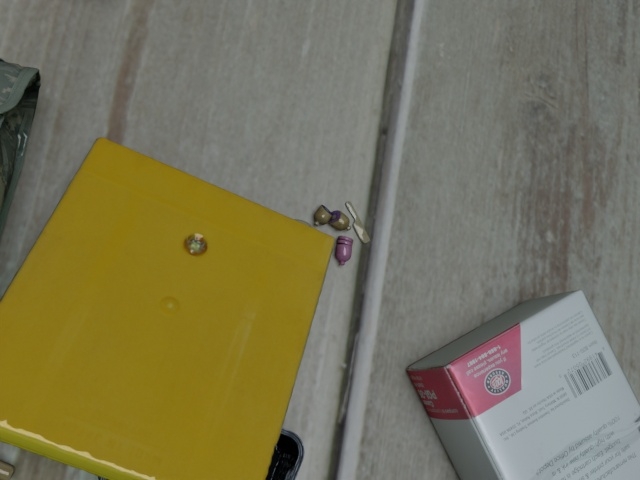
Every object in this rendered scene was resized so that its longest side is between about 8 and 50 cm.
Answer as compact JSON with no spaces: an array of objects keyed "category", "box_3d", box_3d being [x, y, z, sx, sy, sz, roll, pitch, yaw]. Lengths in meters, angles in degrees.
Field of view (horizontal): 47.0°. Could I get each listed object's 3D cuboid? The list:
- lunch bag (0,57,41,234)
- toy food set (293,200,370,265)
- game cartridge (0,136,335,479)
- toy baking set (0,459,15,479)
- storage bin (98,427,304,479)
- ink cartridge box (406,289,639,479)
[{"category":"lunch bag","box_3d":[-0.410,-0.076,0.677,0.235,0.169,0.286,11,68,-12]},{"category":"toy food set","box_3d":[0.000,0.000,0.870,0.122,0.019,0.077,-27,88,-21]},{"category":"game cartridge","box_3d":[-0.154,0.076,0.727,0.285,0.052,0.323,24,55,-8]},{"category":"toy baking set","box_3d":[-0.385,0.272,0.688,0.256,0.030,0.196,23,76,-12]},{"category":"storage bin","box_3d":[-0.123,0.226,0.752,0.180,0.084,0.122,26,72,-13]},{"category":"ink cartridge box","box_3d":[0.261,0.230,0.858,0.207,0.117,0.283,-25,87,-21]}]
